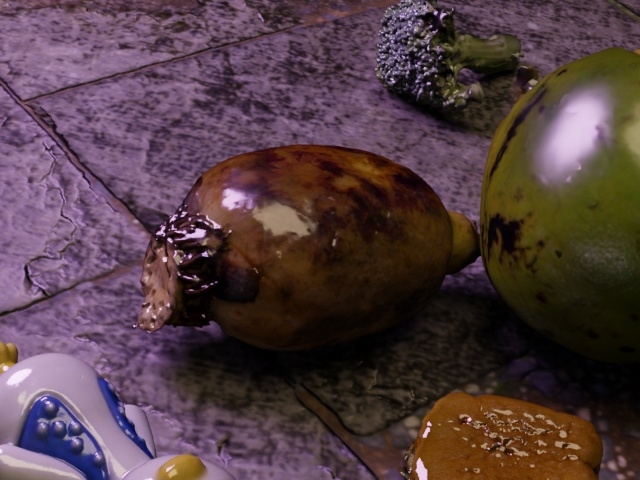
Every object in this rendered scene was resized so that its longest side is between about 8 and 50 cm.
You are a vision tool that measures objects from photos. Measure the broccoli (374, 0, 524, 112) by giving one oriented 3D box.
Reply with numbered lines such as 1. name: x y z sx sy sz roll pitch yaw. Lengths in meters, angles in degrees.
1. broccoli: 0.144 -0.194 1.355 0.122 0.118 0.204 7 9 44

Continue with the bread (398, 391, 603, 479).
1. bread: 0.127 0.174 0.911 0.140 0.069 0.128 11 40 0

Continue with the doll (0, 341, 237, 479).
1. doll: -0.130 0.155 0.827 0.293 0.119 0.138 35 21 26

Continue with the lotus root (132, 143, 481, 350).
1. lotus root: 0.000 0.000 1.030 0.314 0.141 0.169 -8 47 -30

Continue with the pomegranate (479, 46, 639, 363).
1. pomegranate: 0.261 0.005 1.025 0.260 0.260 0.340 -17 73 -32
